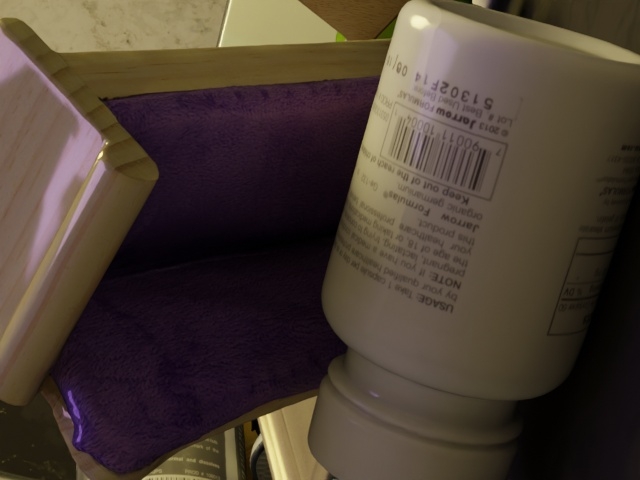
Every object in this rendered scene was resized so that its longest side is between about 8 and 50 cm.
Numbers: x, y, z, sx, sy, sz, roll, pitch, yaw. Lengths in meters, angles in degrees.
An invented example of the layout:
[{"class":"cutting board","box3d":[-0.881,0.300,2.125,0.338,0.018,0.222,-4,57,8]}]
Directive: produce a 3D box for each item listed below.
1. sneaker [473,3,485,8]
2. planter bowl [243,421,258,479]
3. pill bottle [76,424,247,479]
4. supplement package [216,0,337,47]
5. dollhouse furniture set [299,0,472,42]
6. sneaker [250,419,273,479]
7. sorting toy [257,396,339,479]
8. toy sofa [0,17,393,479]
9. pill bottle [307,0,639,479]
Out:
[{"class":"sneaker","box3d":[0.032,-0.082,1.172,0.350,0.148,0.131,117,166,-62]},{"class":"planter bowl","box3d":[-0.088,0.242,1.566,0.090,0.217,0.217,35,116,44]},{"class":"pill bottle","box3d":[-0.153,0.202,1.399,0.162,0.162,0.278,111,158,-49]},{"class":"supplement package","box3d":[-0.008,-0.247,1.636,0.198,0.199,0.262,123,160,-72]},{"class":"dollhouse furniture set","box3d":[0.061,-0.278,1.055,0.197,0.151,0.301,-44,21,28]},{"class":"sneaker","box3d":[-0.021,0.158,1.386,0.226,0.086,0.163,112,167,-57]},{"class":"sorting toy","box3d":[0.005,0.113,1.191,0.347,0.047,0.196,-109,33,-49]},{"class":"toy sofa","box3d":[-0.020,-0.015,0.789,0.363,0.177,0.150,-12,-38,-51]},{"class":"pill bottle","box3d":[0.072,0.008,0.707,0.131,0.131,0.229,-99,24,-74]}]
